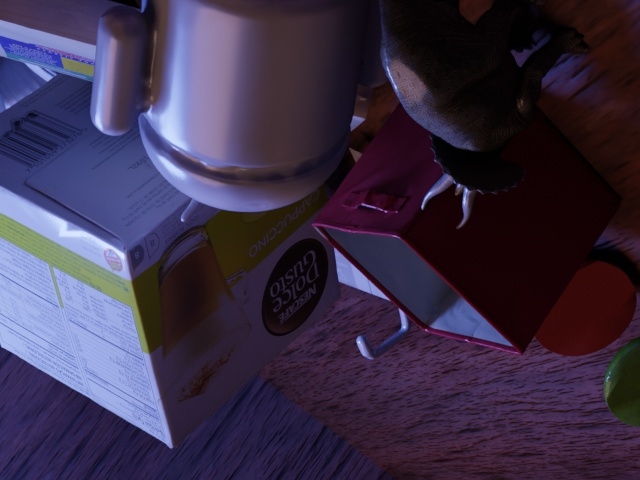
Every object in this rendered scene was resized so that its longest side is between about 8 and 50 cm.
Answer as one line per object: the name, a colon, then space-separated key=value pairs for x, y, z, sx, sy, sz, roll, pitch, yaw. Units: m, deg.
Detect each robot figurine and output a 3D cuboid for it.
robot figurine: x=-0.061 y=-0.171 z=1.325 sx=0.200 sy=0.299 sz=0.353 roll=-121 pitch=30 yaw=-43

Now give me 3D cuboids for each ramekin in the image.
ramekin: x=-0.420 y=-0.231 z=2.160 sx=0.109 sy=0.207 sz=0.207 roll=48 pitch=164 yaw=-9

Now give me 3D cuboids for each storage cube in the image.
storage cube: x=0.146 y=-0.025 z=1.483 sx=0.215 sy=0.193 sz=0.183 roll=42 pitch=165 yaw=-25

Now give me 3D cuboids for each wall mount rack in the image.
wall mount rack: x=0.000 y=0.000 z=2.064 sx=0.350 sy=0.130 sz=0.304 roll=19 pitch=132 yaw=48

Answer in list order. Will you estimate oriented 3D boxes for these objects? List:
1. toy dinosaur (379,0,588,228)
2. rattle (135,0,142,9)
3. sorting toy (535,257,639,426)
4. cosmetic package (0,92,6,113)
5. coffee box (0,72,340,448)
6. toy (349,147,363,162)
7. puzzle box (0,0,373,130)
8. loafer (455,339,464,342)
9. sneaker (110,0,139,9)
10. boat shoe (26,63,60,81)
toy dinosaur: x=0.119 y=-0.145 z=1.230 sx=0.121 sy=0.160 sz=0.313 roll=23 pitch=162 yaw=41
rattle: x=-0.146 y=-0.316 z=1.576 sx=0.199 sy=0.142 sz=0.130 roll=45 pitch=140 yaw=35
sorting toy: x=0.357 y=0.118 z=1.706 sx=0.365 sy=0.127 sz=0.126 roll=41 pitch=-165 yaw=-28
cosmetic package: x=-0.597 y=-0.338 z=1.960 sx=0.230 sy=0.161 sz=0.453 roll=23 pitch=136 yaw=44
coffee box: x=-0.217 y=-0.010 z=1.880 sx=0.338 sy=0.337 sz=0.334 roll=24 pitch=139 yaw=33
toy: x=0.133 y=-0.025 z=1.798 sx=0.137 sy=0.056 sz=0.237 roll=27 pitch=159 yaw=44
puzzle box: x=-0.157 y=-0.190 z=1.588 sx=0.408 sy=0.052 sz=0.272 roll=15 pitch=177 yaw=-7
loafer: x=0.222 y=0.086 z=1.940 sx=0.078 sy=0.080 sz=0.220 roll=71 pitch=162 yaw=-3
sneaker: x=-0.181 y=-0.277 z=1.730 sx=0.211 sy=0.080 sz=0.081 roll=34 pitch=-168 yaw=1
boat shoe: x=-0.362 y=-0.320 z=1.915 sx=0.105 sy=0.113 sz=0.306 roll=9 pitch=135 yaw=54
